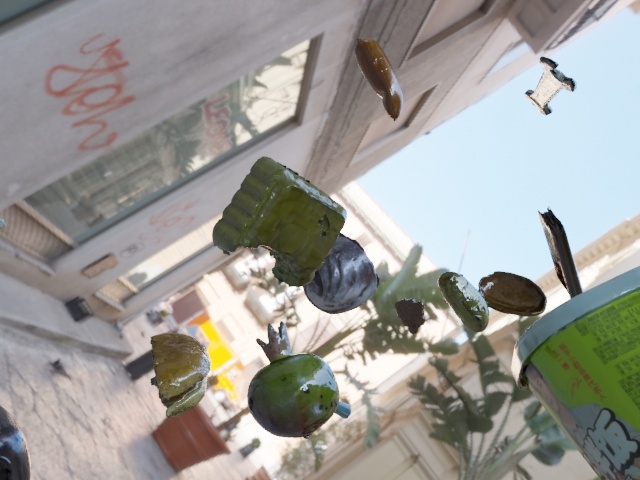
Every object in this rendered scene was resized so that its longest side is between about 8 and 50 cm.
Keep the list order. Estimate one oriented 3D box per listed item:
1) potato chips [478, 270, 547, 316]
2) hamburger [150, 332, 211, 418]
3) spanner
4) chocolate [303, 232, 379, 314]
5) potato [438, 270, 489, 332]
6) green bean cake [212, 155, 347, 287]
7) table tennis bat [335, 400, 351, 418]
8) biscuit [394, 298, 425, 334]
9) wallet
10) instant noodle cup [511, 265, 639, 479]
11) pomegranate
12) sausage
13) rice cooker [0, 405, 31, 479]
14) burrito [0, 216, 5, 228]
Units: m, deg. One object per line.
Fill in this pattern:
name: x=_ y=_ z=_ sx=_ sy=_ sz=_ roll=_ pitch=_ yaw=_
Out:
potato chips: x=0.566 y=0.165 z=1.761 sx=0.202 sy=0.150 sz=0.049 roll=15 pitch=-42 yaw=19
hamburger: x=-0.309 y=0.279 z=1.311 sx=0.262 sy=0.131 sz=0.124 roll=-132 pitch=-158 yaw=-68
spanner: x=0.370 y=-0.248 z=0.974 sx=0.071 sy=0.017 sz=0.302 roll=44 pitch=12 yaw=7
chocolate: x=0.037 y=0.149 z=2.203 sx=0.303 sy=0.213 sz=0.303 roll=22 pitch=-51 yaw=30
potato: x=0.388 y=0.162 z=1.609 sx=0.188 sy=0.105 sz=0.085 roll=51 pitch=-52 yaw=-1
green bean cake: x=-0.081 y=-0.027 z=1.267 sx=0.236 sy=0.232 sz=0.124 roll=30 pitch=6 yaw=-38
table tennis bat: x=-0.013 y=0.390 z=1.487 sx=0.237 sy=0.038 sz=0.149 roll=34 pitch=39 yaw=-30
biscuit: x=0.289 y=0.232 z=1.914 sx=0.130 sy=0.019 sz=0.119 roll=35 pitch=-61 yaw=44
wallet: x=0.502 y=0.029 z=1.236 sx=0.110 sy=0.031 sz=0.198 roll=-92 pitch=156 yaw=-57
instant noodle cup: x=0.460 y=0.234 z=0.809 sx=0.293 sy=0.294 sz=0.307 roll=77 pitch=-12 yaw=-55
pomegranate: x=-0.052 y=0.202 z=0.834 sx=0.159 sy=0.129 sz=0.129 roll=41 pitch=-18 yaw=15
sausage: x=0.115 y=-0.313 z=1.130 sx=0.183 sy=0.054 sz=0.062 roll=64 pitch=3 yaw=14
rice cooker: x=-0.813 y=0.525 z=1.385 sx=0.225 sy=0.267 sz=0.267 roll=22 pitch=-35 yaw=48
burrito: x=-0.783 y=-0.085 z=1.339 sx=0.185 sy=0.041 sz=0.045 roll=72 pitch=7 yaw=-57
